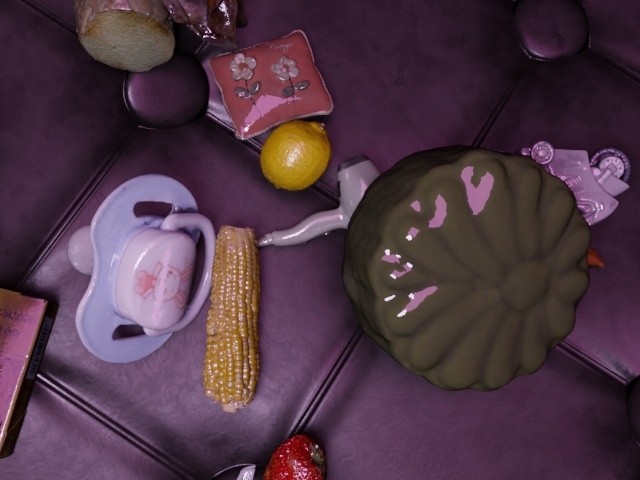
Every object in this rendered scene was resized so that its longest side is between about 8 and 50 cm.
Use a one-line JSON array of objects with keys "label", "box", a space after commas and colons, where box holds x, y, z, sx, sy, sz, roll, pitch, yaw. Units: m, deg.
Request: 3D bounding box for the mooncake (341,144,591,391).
[{"label": "mooncake", "box": [0.217, 0.039, 0.994, 0.356, 0.194, 0.357, -3, 103, -13]}]

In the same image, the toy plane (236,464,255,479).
[{"label": "toy plane", "box": [-0.118, 0.456, 0.952, 0.255, 0.101, 0.251, -17, 66, 15]}]

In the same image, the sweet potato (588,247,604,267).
[{"label": "sweet potato", "box": [0.435, 0.024, 1.142, 0.095, 0.034, 0.034, 16, 78, -4]}]

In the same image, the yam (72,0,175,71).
[{"label": "yam", "box": [-0.334, -0.430, 1.115, 0.161, 0.161, 0.268, -10, 79, -6]}]

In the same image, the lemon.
[{"label": "lemon", "box": [-0.039, -0.140, 1.103, 0.109, 0.109, 0.133, 39, 102, 4]}]

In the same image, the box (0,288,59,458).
[{"label": "box", "box": [-0.512, 0.189, 1.021, 0.159, 0.071, 0.240, 15, 77, -3]}]

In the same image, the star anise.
[{"label": "star anise", "box": [-0.210, -0.457, 1.073, 0.117, 0.331, 0.332, -13, 79, 11]}]

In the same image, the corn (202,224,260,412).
[{"label": "corn", "box": [-0.135, 0.119, 1.043, 0.086, 0.086, 0.288, 2, 83, -4]}]

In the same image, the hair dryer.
[{"label": "hair dryer", "box": [0.032, 0.021, 1.106, 0.267, 0.092, 0.229, -39, 89, 3]}]

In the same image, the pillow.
[{"label": "pillow", "box": [-0.083, -0.267, 1.143, 0.179, 0.075, 0.171, -19, 76, -10]}]

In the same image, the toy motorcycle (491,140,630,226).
[{"label": "toy motorcycle", "box": [0.385, -0.075, 1.128, 0.260, 0.110, 0.171, -1, 90, 1]}]

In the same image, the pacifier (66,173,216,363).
[{"label": "pacifier", "box": [-0.288, 0.030, 1.031, 0.225, 0.238, 0.287, 20, 105, 30]}]

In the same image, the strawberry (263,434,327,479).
[{"label": "strawberry", "box": [-0.037, 0.342, 1.013, 0.106, 0.106, 0.106, 1, 78, -4]}]
